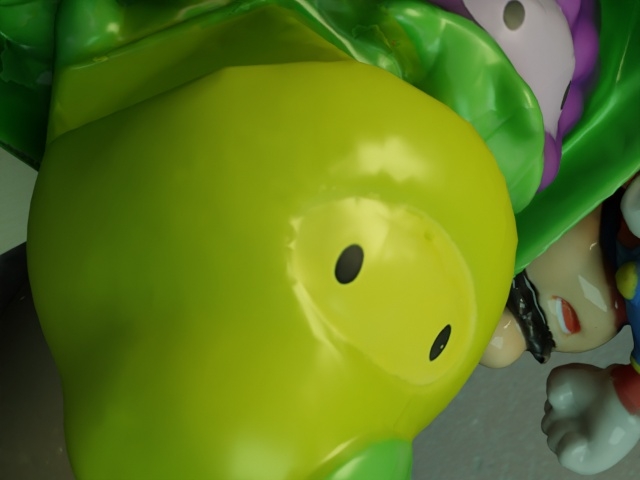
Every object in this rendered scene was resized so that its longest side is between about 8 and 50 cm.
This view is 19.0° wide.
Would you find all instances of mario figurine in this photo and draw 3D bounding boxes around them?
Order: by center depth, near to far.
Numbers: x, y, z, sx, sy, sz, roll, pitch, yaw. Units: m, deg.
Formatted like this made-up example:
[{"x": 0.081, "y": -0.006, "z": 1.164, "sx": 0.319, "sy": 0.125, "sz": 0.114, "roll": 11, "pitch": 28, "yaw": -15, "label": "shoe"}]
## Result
[{"x": 0.158, "y": 0.044, "z": 0.925, "sx": 0.170, "sy": 0.320, "sz": 0.198, "roll": -6, "pitch": 107, "yaw": -48, "label": "mario figurine"}]

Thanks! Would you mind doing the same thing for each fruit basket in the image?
[{"x": -0.005, "y": -0.064, "z": 0.718, "sx": 0.283, "sy": 0.392, "sz": 0.392, "roll": -42, "pitch": 132, "yaw": 14, "label": "fruit basket"}]

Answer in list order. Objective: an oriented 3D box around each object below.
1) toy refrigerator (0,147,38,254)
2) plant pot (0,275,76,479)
[{"x": -0.243, "y": -0.015, "z": 0.844, "sx": 0.269, "sy": 0.094, "sz": 0.102, "roll": -28, "pitch": 141, "yaw": 2, "label": "toy refrigerator"}, {"x": -0.106, "y": 0.138, "z": 0.953, "sx": 0.263, "sy": 0.263, "sz": 0.229, "roll": 15, "pitch": 103, "yaw": -33, "label": "plant pot"}]
